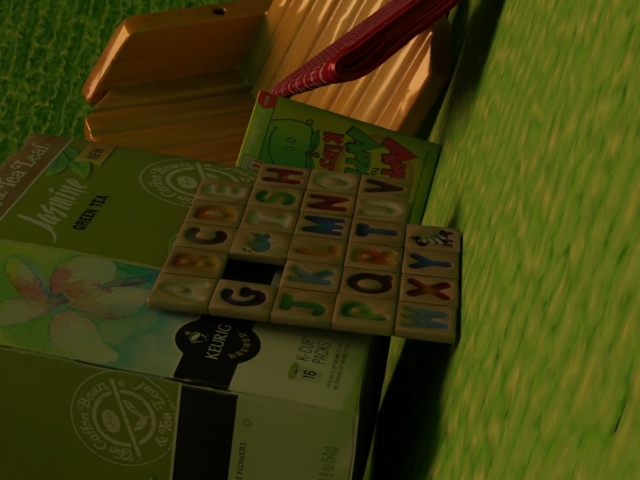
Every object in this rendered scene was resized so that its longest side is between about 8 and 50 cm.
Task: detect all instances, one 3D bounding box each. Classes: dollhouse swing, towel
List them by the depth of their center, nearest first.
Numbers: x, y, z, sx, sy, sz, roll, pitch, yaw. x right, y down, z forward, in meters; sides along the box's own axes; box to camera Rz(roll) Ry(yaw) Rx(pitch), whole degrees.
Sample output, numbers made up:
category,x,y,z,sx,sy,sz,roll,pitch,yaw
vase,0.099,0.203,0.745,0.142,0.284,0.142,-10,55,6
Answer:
category,x,y,z,sx,sy,sz,roll,pitch,yaw
towel,0.057,-0.194,1.308,0.199,0.031,0.275,-37,9,-10
dollhouse swing,-0.073,-0.178,1.559,0.305,0.315,0.346,106,145,-48

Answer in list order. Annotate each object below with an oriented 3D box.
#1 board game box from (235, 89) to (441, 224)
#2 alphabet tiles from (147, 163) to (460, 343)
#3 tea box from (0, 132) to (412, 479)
category,x,y,z,sx,sy,sz,roll,pitch,yaw
board game box,0.014,-0.070,1.339,0.043,0.181,0.092,113,173,-74
alphabet tiles,0.000,0.000,0.992,0.237,0.198,0.009,-76,-8,-63
tea box,-0.119,0.099,1.029,0.329,0.324,0.219,-71,-11,-63
